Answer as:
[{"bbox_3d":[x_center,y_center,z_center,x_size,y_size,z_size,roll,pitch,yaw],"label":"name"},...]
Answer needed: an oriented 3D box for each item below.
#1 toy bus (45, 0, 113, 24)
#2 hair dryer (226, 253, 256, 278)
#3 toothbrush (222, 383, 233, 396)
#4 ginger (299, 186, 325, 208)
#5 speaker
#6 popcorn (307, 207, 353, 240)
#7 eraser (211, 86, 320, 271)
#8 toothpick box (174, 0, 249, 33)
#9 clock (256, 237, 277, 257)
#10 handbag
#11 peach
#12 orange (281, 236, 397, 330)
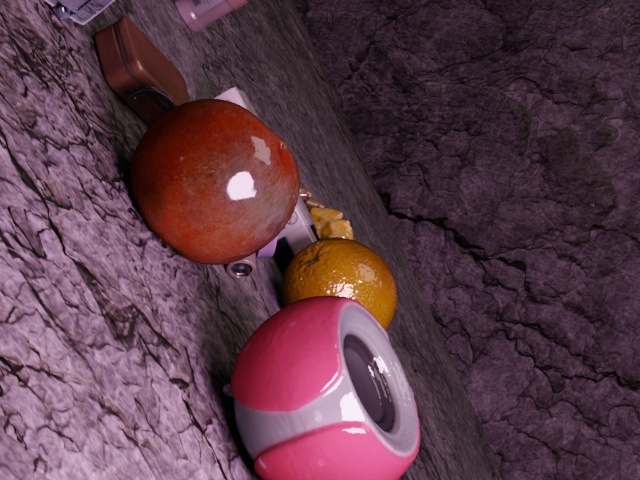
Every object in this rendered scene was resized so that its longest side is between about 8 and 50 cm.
[{"bbox_3d":[-0.409,-0.413,1.469,0.106,0.092,0.268,56,10,16],"label":"toy bus"},{"bbox_3d":[-0.177,-0.068,1.680,0.220,0.054,0.195,54,22,-46],"label":"hair dryer"},{"bbox_3d":[-0.086,0.239,1.534,0.021,0.024,0.288,68,13,17],"label":"toothbrush"},{"bbox_3d":[-0.076,-0.126,2.279,0.288,0.089,0.075,46,65,-48],"label":"ginger"},{"bbox_3d":[0.008,0.218,1.381,0.294,0.294,0.294,58,13,-21],"label":"speaker"},{"bbox_3d":[0.000,0.000,2.154,0.152,0.167,0.148,-19,111,-57],"label":"popcorn"},{"bbox_3d":[-0.113,-0.117,2.034,0.404,0.098,0.096,63,11,2],"label":"eraser"},{"bbox_3d":[-0.256,-0.568,2.309,0.098,0.149,0.098,57,12,-20],"label":"toothpick box"},{"bbox_3d":[-0.120,-0.072,1.870,0.198,0.064,0.172,-104,-159,-48],"label":"clock"},{"bbox_3d":[-0.299,-0.276,1.669,0.193,0.072,0.151,50,17,-51],"label":"handbag"},{"bbox_3d":[-0.153,-0.088,1.478,0.252,0.252,0.252,58,13,-21],"label":"peach"},{"bbox_3d":[0.038,0.105,1.891,0.236,0.236,0.236,58,13,-21],"label":"orange"}]
